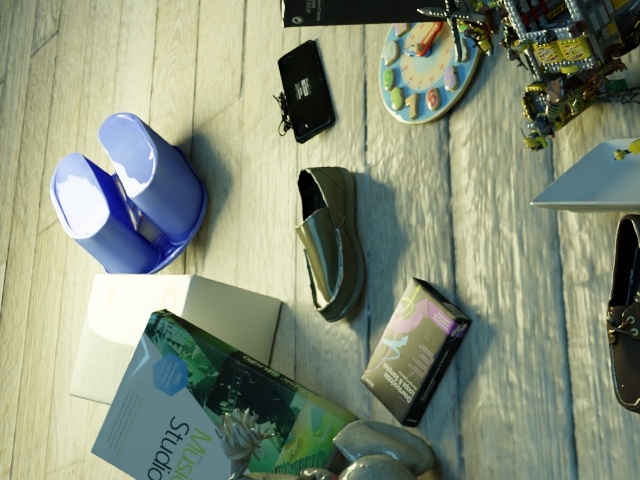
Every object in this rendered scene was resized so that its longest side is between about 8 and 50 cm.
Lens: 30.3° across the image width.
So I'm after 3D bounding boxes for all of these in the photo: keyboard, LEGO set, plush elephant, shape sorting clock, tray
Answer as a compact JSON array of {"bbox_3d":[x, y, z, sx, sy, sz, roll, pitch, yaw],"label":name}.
[{"bbox_3d":[-0.028,-0.231,1.906,0.100,0.038,0.192,-26,51,19],"label":"keyboard"},{"bbox_3d":[0.258,-0.189,1.242,0.192,0.255,0.331,-36,29,-24],"label":"LEGO set"},{"bbox_3d":[0.025,0.348,1.413,0.255,0.272,0.330,-2,109,18],"label":"plush elephant"},{"bbox_3d":[0.149,-0.263,1.650,0.206,0.040,0.206,-28,54,47],"label":"shape sorting clock"},{"bbox_3d":[0.359,-0.066,1.224,0.145,0.030,0.270,-38,22,-28],"label":"tray"}]

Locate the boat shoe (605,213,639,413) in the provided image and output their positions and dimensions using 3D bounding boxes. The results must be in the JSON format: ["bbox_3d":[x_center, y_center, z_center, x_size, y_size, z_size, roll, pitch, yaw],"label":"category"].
[{"bbox_3d":[0.326,0.075,1.226,0.073,0.073,0.207,-11,68,51],"label":"boat shoe"}]

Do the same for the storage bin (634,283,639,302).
[{"bbox_3d":[0.398,0.053,1.088,0.180,0.122,0.084,27,98,56],"label":"storage bin"}]

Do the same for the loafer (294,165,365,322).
[{"bbox_3d":[0.000,0.000,1.704,0.094,0.087,0.251,-36,49,42],"label":"loafer"}]

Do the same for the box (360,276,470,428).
[{"bbox_3d":[0.120,0.144,1.526,0.116,0.029,0.162,42,112,53],"label":"box"}]

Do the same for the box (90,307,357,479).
[{"bbox_3d":[-0.139,0.270,1.646,0.322,0.058,0.232,27,102,13],"label":"box"}]

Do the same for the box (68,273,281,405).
[{"bbox_3d":[-0.241,0.175,1.901,0.345,0.168,0.215,-1,75,55],"label":"box"}]

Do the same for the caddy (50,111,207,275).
[{"bbox_3d":[-0.340,-0.072,2.146,0.241,0.179,0.341,-42,40,5],"label":"caddy"}]

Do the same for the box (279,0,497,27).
[{"bbox_3d":[0.084,-0.446,1.559,0.182,0.294,0.296,93,174,-58],"label":"box"}]
